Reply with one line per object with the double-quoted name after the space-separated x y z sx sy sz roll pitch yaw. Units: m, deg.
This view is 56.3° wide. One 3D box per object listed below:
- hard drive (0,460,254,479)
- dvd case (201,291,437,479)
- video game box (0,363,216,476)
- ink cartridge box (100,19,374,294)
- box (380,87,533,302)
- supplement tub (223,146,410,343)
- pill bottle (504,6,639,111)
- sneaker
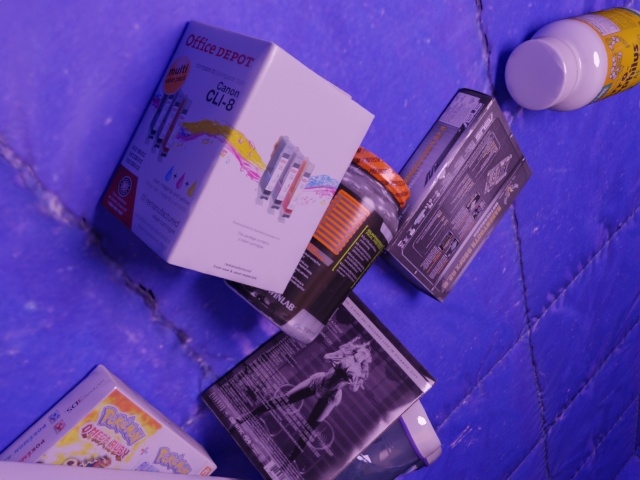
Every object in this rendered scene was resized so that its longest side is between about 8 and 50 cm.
-0.236 0.325 0.573 0.353 0.047 0.233 31 94 -47 "hard drive"
0.001 0.172 0.690 0.221 0.164 0.018 -37 161 -21 "dvd case"
-0.227 0.248 0.602 0.187 0.048 0.205 -45 137 -16 "video game box"
-0.069 -0.069 0.500 0.127 0.128 0.176 23 96 -47 "ink cartridge box"
0.173 -0.052 0.789 0.231 0.056 0.183 -55 138 -3 "box"
0.000 0.000 0.614 0.190 0.117 0.117 -51 138 -7 "supplement tub"
0.344 -0.237 0.793 0.208 0.117 0.118 -22 127 -33 "pill bottle"
0.040 0.296 0.831 0.236 0.130 0.323 -27 160 -1 "sneaker"
